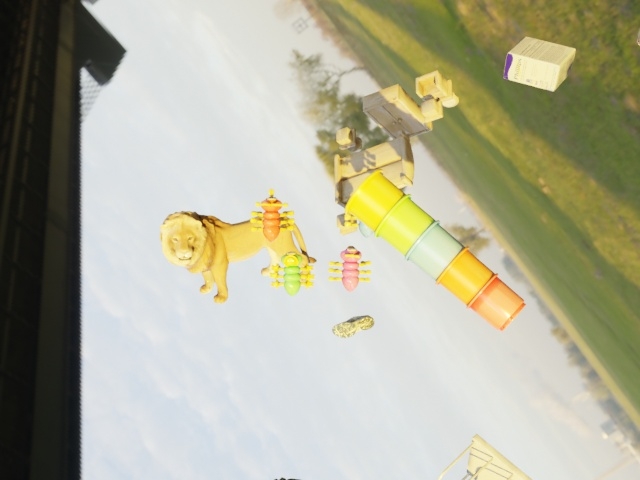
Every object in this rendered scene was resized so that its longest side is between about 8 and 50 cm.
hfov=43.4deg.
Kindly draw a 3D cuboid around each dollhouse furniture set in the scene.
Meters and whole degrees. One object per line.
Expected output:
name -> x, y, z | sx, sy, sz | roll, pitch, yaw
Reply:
dollhouse furniture set -> 0.207, -0.187, 1.977 | 0.174, 0.303, 0.355 | 32, -130, -47

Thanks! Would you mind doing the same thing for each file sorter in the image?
file sorter -> 0.447, 0.686, 2.077 | 0.278, 0.173, 0.192 | 38, 148, 33

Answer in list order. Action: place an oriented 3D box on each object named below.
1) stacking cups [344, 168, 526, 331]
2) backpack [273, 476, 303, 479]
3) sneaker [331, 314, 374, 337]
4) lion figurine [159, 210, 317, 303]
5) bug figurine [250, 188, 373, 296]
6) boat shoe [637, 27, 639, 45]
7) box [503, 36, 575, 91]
stacking cups -> 0.187, 0.014, 1.274 | 0.316, 0.096, 0.096 | 39, -173, 14
backpack -> 0.043, 0.574, 1.468 | 0.213, 0.264, 0.276 | -113, 17, -62
sneaker -> 0.102, 0.266, 2.521 | 0.058, 0.135, 0.052 | -99, -5, -76
lion figurine -> -0.188, 0.007, 1.925 | 0.142, 0.392, 0.240 | 32, 133, 53
bug figurine -> 0.000, 0.000, 1.598 | 0.072, 0.279, 0.216 | -101, 8, -85
boat shoe -> 0.835, -0.546, 1.998 | 0.049, 0.137, 0.043 | 35, -177, 8
box -> 0.551, -0.445, 2.025 | 0.137, 0.072, 0.126 | 22, -138, 24
